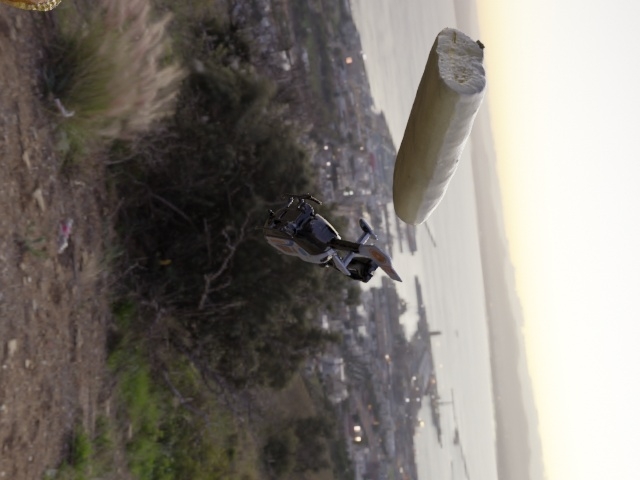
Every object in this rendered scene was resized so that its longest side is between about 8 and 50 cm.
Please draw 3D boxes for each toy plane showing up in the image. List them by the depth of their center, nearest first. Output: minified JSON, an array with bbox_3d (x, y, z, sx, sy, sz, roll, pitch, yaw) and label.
[{"bbox_3d":[0.000,0.000,0.670,0.053,0.197,0.078,-51,125,-21],"label":"toy plane"}]

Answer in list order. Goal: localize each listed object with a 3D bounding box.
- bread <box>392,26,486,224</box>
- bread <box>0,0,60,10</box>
[{"bbox_3d":[0.127,-0.121,0.730,0.140,0.060,0.178,-79,-177,-46],"label":"bread"},{"bbox_3d":[-0.565,-0.503,1.222,0.114,0.190,0.132,-157,-101,-67],"label":"bread"}]
